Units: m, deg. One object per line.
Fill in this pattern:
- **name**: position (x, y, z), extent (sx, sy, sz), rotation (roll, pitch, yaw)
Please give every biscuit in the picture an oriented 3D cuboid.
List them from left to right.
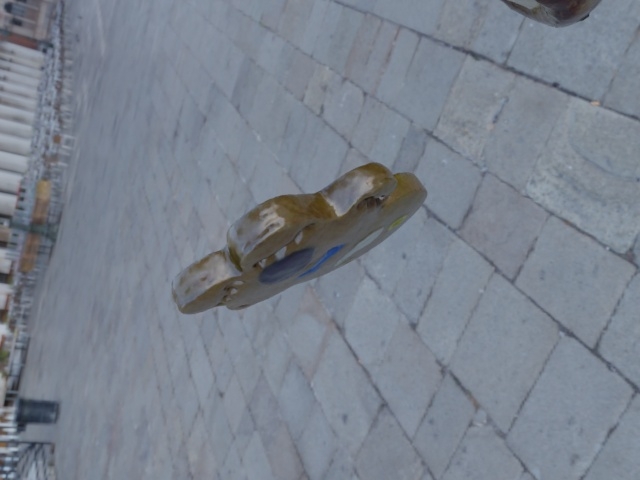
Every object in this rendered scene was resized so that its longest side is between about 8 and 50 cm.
- **biscuit**: position (0.000, 0.000, 0.502), extent (0.180, 0.236, 0.039), rotation (-41, 76, 35)

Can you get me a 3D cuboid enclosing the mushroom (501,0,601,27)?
- **mushroom**: position (0.137, -0.272, 0.496), extent (0.138, 0.231, 0.194), rotation (-43, 18, 31)
